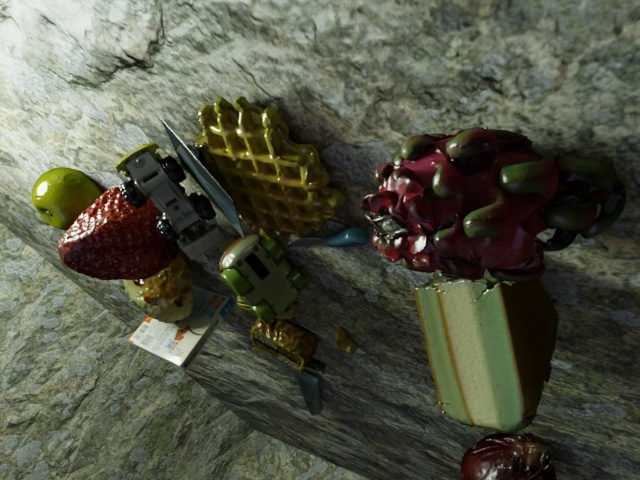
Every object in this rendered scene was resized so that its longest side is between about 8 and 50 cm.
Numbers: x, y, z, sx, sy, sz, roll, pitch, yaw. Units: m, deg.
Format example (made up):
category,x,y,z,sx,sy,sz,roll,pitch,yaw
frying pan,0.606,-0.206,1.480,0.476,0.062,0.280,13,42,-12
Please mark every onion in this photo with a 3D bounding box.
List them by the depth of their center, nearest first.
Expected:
category,x,y,z,sx,sy,sz,roll,pitch,yaw
onion,0.525,0.655,1.088,0.281,0.281,0.221,50,-173,-24

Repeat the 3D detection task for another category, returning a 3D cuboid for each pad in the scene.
category,x,y,z,sx,sy,sz,roll,pitch,yaw
pad,-0.230,-0.118,0.794,0.243,0.004,0.164,47,162,17

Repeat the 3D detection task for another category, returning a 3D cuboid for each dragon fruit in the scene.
category,x,y,z,sx,sy,sz,roll,pitch,yaw
dragon fruit,0.195,-0.038,0.475,0.272,0.198,0.218,6,130,34

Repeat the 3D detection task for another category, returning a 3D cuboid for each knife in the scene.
category,x,y,z,sx,sy,sz,roll,pitch,yaw
knife,-0.001,0.000,0.827,0.058,0.032,0.244,10,169,-43

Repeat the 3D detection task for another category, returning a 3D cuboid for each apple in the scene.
category,x,y,z,sx,sy,sz,roll,pitch,yaw
apple,-0.749,-0.119,1.198,0.196,0.157,0.196,16,136,16

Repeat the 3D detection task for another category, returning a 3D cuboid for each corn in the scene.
category,x,y,z,sx,sy,sz,roll,pitch,yaw
corn,-0.163,0.189,1.185,0.203,0.072,0.072,8,140,33

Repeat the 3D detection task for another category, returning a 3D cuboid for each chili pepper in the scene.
category,x,y,z,sx,sy,sz,roll,pitch,yaw
chili pepper,-0.035,0.445,1.441,0.118,0.035,0.055,-10,111,42

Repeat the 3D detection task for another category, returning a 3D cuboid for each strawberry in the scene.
category,x,y,z,sx,sy,sz,roll,pitch,yaw
strawberry,-0.504,-0.012,1.013,0.238,0.288,0.250,24,127,31

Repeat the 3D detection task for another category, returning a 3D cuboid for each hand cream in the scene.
category,x,y,z,sx,sy,sz,roll,pitch,yaw
hand cream,-0.039,0.625,1.652,0.111,0.070,0.312,17,140,27

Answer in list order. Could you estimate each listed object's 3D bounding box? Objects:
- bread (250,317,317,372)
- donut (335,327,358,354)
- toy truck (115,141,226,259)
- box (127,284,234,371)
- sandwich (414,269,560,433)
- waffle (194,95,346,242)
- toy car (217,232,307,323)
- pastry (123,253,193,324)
category,x,y,z,sx,sy,sz,roll,pitch,yaw
bread,-0.121,0.323,1.298,0.222,0.096,0.181,25,146,16
donut,0.071,0.289,1.145,0.067,0.038,0.083,23,148,20
toy truck,-0.336,-0.088,0.921,0.111,0.136,0.286,49,170,49
box,-0.474,0.278,1.375,0.265,0.273,0.048,12,142,30
sandwich,0.246,0.140,0.631,0.155,0.227,0.198,-12,126,47
waffle,-0.112,-0.118,0.753,0.307,0.060,0.312,-18,122,48
toy car,-0.168,0.074,1.005,0.235,0.145,0.235,41,163,15
pastry,-0.529,0.142,1.285,0.256,0.170,0.237,46,136,25
